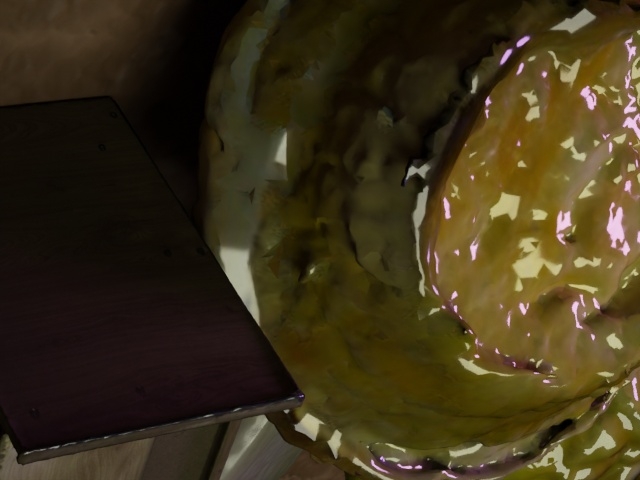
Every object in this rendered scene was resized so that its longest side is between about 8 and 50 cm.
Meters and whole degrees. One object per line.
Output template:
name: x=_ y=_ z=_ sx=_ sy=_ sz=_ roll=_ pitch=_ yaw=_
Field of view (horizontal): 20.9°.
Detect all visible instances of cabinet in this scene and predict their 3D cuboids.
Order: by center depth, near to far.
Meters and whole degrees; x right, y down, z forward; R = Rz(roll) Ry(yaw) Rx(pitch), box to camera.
cabinet: x=-0.140 y=0.069 z=0.841 sx=0.148 sy=0.215 sz=0.174 roll=-10 pitch=138 yaw=-33

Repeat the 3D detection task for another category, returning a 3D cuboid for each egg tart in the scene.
egg tart: x=0.099 y=-0.025 z=0.888 sx=0.345 sy=0.132 sz=0.345 roll=-8 pitch=107 yaw=-28

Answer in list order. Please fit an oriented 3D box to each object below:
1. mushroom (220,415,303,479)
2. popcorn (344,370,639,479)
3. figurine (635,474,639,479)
mushroom: x=-0.133 y=0.163 z=1.029 sx=0.407 sy=0.137 sz=0.154 roll=-43 pitch=-179 yaw=10
popcorn: x=0.138 y=0.093 z=1.106 sx=0.266 sy=0.192 sz=0.233 roll=-11 pitch=153 yaw=-33
figurine: x=0.375 y=0.073 z=1.283 sx=0.340 sy=0.231 sz=0.323 roll=-4 pitch=135 yaw=-46
